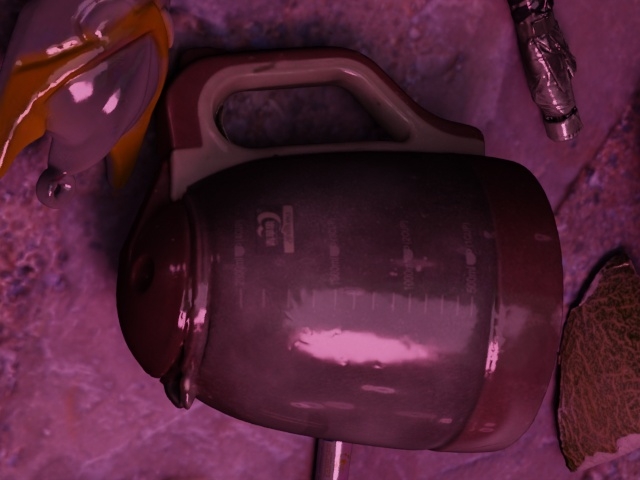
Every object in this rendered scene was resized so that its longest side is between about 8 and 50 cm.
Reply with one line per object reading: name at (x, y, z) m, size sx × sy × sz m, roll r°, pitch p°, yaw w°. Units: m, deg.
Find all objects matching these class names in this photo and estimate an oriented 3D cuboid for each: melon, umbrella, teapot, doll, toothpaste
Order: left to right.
doll at (-0.156, -0.175, 1.367) m, size 0.103 × 0.145 × 0.316 m, roll 13°, pitch 97°, yaw 8°
teapot at (0.000, 0.000, 1.437) m, size 0.312 × 0.233 × 0.315 m, roll 5°, pitch 76°, yaw -20°
toothpaste at (0.014, 0.161, 1.583) m, size 0.045 × 0.028 × 0.170 m, roll 3°, pitch 104°, yaw -16°
umbrella at (0.182, -0.171, 1.535) m, size 0.050 × 0.046 × 0.188 m, roll -28°, pitch 115°, yaw -17°
melon at (0.286, 0.119, 1.641) m, size 0.093 × 0.139 × 0.202 m, roll -6°, pitch 108°, yaw -44°
